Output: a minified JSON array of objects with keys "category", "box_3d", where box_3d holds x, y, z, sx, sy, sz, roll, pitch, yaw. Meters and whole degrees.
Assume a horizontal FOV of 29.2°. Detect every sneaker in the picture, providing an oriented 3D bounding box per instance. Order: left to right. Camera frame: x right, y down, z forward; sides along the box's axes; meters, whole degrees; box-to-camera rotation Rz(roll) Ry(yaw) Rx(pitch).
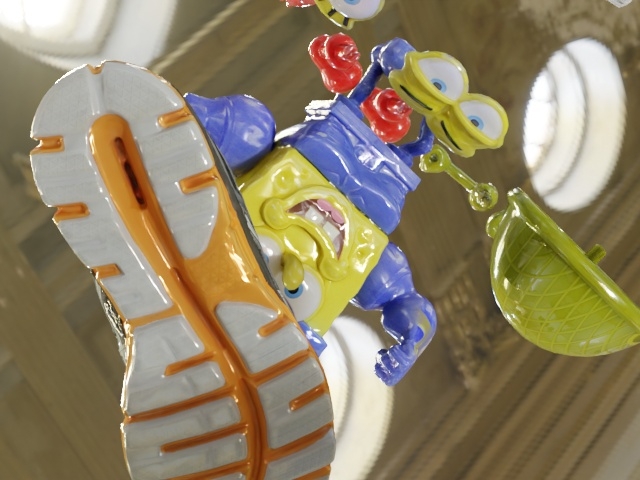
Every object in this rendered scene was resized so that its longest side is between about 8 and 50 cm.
[{"category":"sneaker","box_3d":[-0.049,0.027,0.496,0.084,0.214,0.083,-15,-165,-1]}]

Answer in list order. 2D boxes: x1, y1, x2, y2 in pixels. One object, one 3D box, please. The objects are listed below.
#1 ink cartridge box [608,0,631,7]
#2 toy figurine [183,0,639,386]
[{"category":"ink cartridge box","box_3d":[0.156,-0.219,0.599,0.139,0.082,0.190,-53,-170,31]},{"category":"toy figurine","box_3d":[0.000,0.000,0.717,0.217,0.362,0.191,-48,-158,-4]}]
